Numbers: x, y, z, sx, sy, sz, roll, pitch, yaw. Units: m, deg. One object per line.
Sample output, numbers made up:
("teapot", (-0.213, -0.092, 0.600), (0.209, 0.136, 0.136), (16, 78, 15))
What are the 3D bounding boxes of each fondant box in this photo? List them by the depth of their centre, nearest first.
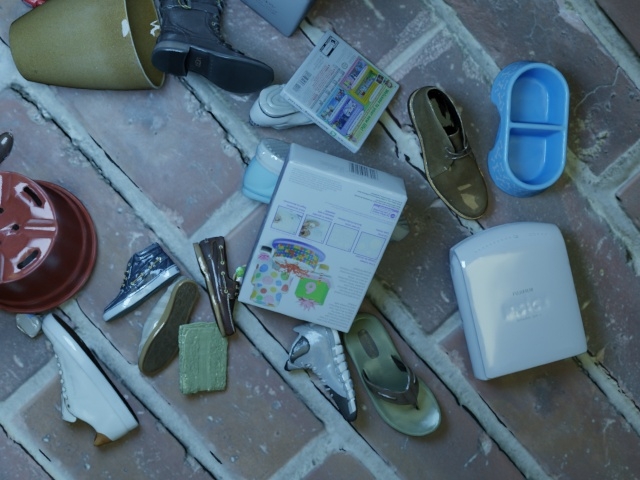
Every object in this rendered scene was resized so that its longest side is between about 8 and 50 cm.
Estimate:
("fondant box", (0.000, 0.000, 1.840), (0.238, 0.096, 0.330), (17, 116, -10))

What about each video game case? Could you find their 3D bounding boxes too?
("video game case", (0.043, -0.307, 1.907), (0.193, 0.023, 0.212), (37, 55, -8))

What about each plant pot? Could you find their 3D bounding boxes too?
("plant pot", (-0.570, -0.007, 1.739), (0.272, 0.265, 0.272), (1, 82, -7))
("plant pot", (-0.456, -0.390, 1.800), (0.254, 0.237, 0.237), (-8, 93, 6))

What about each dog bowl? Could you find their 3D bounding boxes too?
("dog bowl", (0.451, -0.240, 1.994), (0.166, 0.074, 0.297), (3, 92, -8))

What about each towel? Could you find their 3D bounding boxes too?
("towel", (-0.242, 0.240, 1.923), (0.110, 0.027, 0.148), (-2, 93, -31))

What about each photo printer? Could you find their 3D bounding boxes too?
("photo printer", (0.417, 0.118, 1.986), (0.256, 0.107, 0.307), (-13, 94, -7))

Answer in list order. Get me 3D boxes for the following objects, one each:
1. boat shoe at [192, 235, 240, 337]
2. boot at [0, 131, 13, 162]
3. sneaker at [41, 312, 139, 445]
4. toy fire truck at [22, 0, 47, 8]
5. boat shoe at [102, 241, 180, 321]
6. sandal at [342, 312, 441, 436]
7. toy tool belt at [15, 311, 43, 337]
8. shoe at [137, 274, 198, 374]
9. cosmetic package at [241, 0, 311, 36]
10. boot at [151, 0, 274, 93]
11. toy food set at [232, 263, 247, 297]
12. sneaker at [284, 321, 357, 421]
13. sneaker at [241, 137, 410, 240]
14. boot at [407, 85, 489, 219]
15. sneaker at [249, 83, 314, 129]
("boat shoe", (-0.200, 0.092, 1.906), (0.073, 0.073, 0.207), (-15, 87, -11))
("boot", (-0.641, -0.167, 1.820), (0.037, 0.114, 0.106), (28, 88, -9))
("sneaker", (-0.491, 0.287, 1.864), (0.123, 0.106, 0.290), (-34, 98, -8))
("toy fire truck", (-0.584, -0.562, 1.847), (0.135, 0.047, 0.192), (11, 92, -8))
("boat shoe", (-0.381, 0.085, 1.899), (0.183, 0.065, 0.083), (-36, 83, -4))
("sandal", (0.145, 0.292, 1.964), (0.120, 0.086, 0.303), (-36, 97, -5))
("toy tool belt", (-0.588, 0.155, 1.881), (0.052, 0.051, 0.083), (-42, 85, 11))
("shoe", (-0.317, 0.172, 1.915), (0.076, 0.058, 0.219), (25, 93, -41))
("cosmetic package", (-0.080, -0.634, 1.742), (0.329, 0.393, 0.327), (35, 87, -7))
("boot", (-0.211, -0.418, 1.846), (0.263, 0.091, 0.229), (13, 53, -14))
("toy food set", (-0.146, 0.090, 1.948), (0.082, 0.020, 0.083), (0, 93, -8))
("sneaker", (-0.005, 0.278, 1.952), (0.132, 0.086, 0.229), (-14, 84, -3))
("sneaker", (0.006, -0.073, 1.930), (0.366, 0.135, 0.150), (28, 118, -13))
("boot", (0.274, -0.180, 1.952), (0.112, 0.115, 0.305), (-27, 97, -8))
("sneaker", (-0.034, -0.274, 1.923), (0.235, 0.095, 0.090), (-4, 67, -26))
